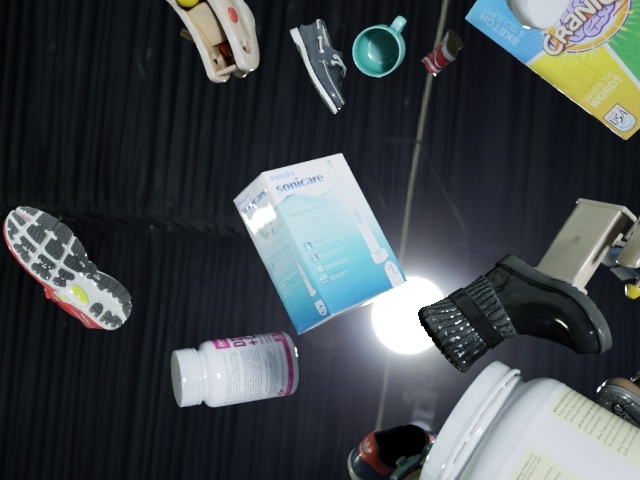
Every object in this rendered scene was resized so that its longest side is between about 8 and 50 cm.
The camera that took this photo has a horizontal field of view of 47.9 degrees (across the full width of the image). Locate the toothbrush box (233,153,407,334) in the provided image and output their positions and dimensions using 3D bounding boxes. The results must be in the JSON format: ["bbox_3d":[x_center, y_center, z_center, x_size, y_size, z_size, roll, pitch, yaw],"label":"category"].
[{"bbox_3d":[0.000,0.000,1.398,0.216,0.295,0.126,-20,170,-41],"label":"toothbrush box"}]

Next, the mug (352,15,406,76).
[{"bbox_3d":[0.172,-0.511,1.916,0.158,0.129,0.097,-15,-165,23],"label":"mug"}]

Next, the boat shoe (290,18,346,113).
[{"bbox_3d":[0.010,-0.421,1.695,0.091,0.302,0.114,-26,146,6],"label":"boat shoe"}]

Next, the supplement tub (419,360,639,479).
[{"bbox_3d":[0.311,0.317,0.886,0.325,0.235,0.235,31,-172,26],"label":"supplement tub"}]

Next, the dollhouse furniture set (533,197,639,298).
[{"bbox_3d":[0.670,0.086,1.546,0.303,0.198,0.286,35,176,-24],"label":"dollhouse furniture set"}]

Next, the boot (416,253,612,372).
[{"bbox_3d":[0.383,0.182,1.469,0.260,0.131,0.348,-31,-151,-13],"label":"boot"}]

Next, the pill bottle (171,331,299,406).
[{"bbox_3d":[-0.209,0.315,1.750,0.283,0.160,0.160,-5,180,-23],"label":"pill bottle"}]

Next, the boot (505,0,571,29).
[{"bbox_3d":[0.183,-0.332,0.689,0.095,0.258,0.123,-4,-168,-40],"label":"boot"}]

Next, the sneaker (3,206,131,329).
[{"bbox_3d":[-0.464,0.065,1.273,0.118,0.107,0.279,-15,122,39],"label":"sneaker"}]

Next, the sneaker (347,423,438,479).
[{"bbox_3d":[0.241,0.466,1.578,0.350,0.148,0.131,1,-137,-22],"label":"sneaker"}]

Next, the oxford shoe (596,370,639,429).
[{"bbox_3d":[0.477,0.230,1.076,0.083,0.096,0.227,8,165,44],"label":"oxford shoe"}]

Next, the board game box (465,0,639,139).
[{"bbox_3d":[0.406,-0.330,1.050,0.317,0.064,0.242,38,140,4],"label":"board game box"}]

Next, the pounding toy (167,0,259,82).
[{"bbox_3d":[-0.211,-0.371,1.317,0.155,0.154,0.269,-16,141,22],"label":"pounding toy"}]

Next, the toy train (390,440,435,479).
[{"bbox_3d":[0.208,0.445,1.279,0.190,0.142,0.334,-24,165,-49],"label":"toy train"}]

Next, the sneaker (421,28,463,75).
[{"bbox_3d":[0.227,-0.351,1.350,0.067,0.042,0.118,-36,-166,35],"label":"sneaker"}]
